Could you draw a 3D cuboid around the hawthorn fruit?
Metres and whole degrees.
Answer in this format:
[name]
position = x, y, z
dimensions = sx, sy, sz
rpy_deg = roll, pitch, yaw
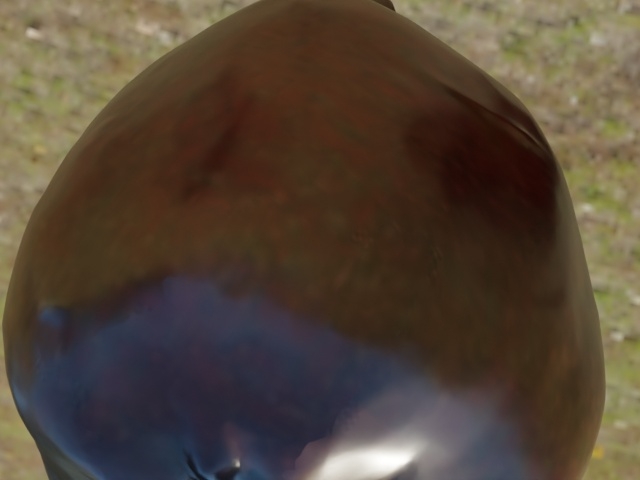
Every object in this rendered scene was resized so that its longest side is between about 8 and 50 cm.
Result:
[hawthorn fruit]
position = 0.000, 0.000, 0.636
dimensions = 0.208, 0.248, 0.208
rpy_deg = 10, 154, 5
